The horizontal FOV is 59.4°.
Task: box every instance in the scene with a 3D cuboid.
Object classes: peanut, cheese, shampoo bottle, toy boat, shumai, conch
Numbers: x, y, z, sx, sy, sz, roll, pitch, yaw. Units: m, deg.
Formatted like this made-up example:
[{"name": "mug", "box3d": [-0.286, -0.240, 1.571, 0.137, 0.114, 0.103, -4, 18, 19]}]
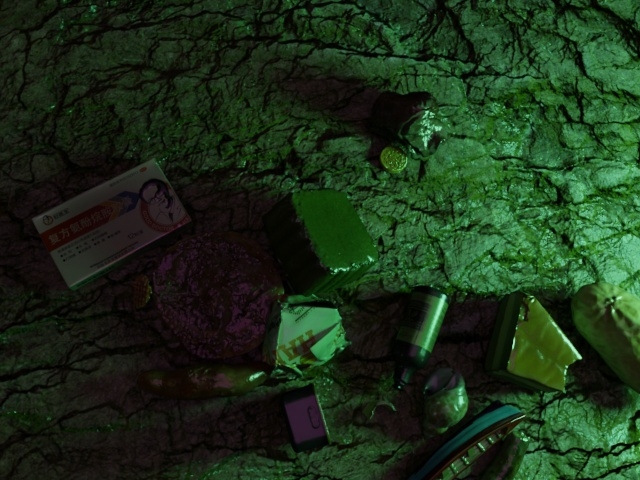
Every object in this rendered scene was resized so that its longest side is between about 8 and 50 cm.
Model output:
[{"name": "peanut", "box3d": [0.840, 0.272, 1.504, 0.169, 0.192, 0.387, -36, 81, -22]}, {"name": "cheese", "box3d": [0.148, 0.433, 1.448, 0.084, 0.060, 0.041, -10, 82, -4]}, {"name": "shampoo bottle", "box3d": [0.252, 0.262, 1.484, 0.101, 0.101, 0.283, 24, 74, 0]}, {"name": "toy boat", "box3d": [0.354, 0.540, 1.422, 0.392, 0.136, 0.079, -35, 50, -14]}, {"name": "shumai", "box3d": [0.252, -0.329, 1.632, 0.184, 0.218, 0.185, -30, 122, -38]}, {"name": "conch", "box3d": [0.323, 0.419, 1.453, 0.116, 0.106, 0.173, 0, 55, 13]}]

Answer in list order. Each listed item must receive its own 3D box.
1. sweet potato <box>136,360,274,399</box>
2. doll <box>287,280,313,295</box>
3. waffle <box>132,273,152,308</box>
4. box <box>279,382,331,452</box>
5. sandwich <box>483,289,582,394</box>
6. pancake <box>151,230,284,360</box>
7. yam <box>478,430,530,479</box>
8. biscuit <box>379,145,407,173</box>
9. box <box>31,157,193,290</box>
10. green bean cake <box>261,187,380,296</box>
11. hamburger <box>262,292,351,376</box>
[{"name": "sweet potato", "box3d": [-0.275, 0.351, 1.399, 0.355, 0.095, 0.106, -5, 35, -11]}, {"name": "doll", "box3d": [-0.051, 0.110, 1.507, 0.096, 0.070, 0.195, -2, 82, -23]}, {"name": "waffle", "box3d": [-0.466, 0.130, 1.458, 0.078, 0.016, 0.085, -32, 66, 31]}, {"name": "box", "box3d": [-0.041, 0.427, 1.356, 0.090, 0.201, 0.144, -15, 78, -6]}, {"name": "sandwich", "box3d": [0.573, 0.275, 1.493, 0.198, 0.155, 0.227, 21, 74, -3]}, {"name": "pancake", "box3d": [-0.264, 0.138, 1.477, 0.356, 0.065, 0.356, 0, 75, -2]}, {"name": "yam", "box3d": [0.435, 0.627, 1.426, 0.067, 0.071, 0.317, 25, 70, 39]}, {"name": "biscuit", "box3d": [0.214, -0.239, 1.654, 0.084, 0.023, 0.084, 2, 73, -6]}, {"name": "box", "box3d": [-0.547, -0.047, 1.493, 0.353, 0.069, 0.214, -30, 80, -15]}, {"name": "green bean cake", "box3d": [0.000, 0.000, 1.455, 0.247, 0.156, 0.249, -13, 68, -48]}, {"name": "hamburger", "box3d": [-0.032, 0.239, 1.430, 0.235, 0.125, 0.214, -2, 110, -27]}]
